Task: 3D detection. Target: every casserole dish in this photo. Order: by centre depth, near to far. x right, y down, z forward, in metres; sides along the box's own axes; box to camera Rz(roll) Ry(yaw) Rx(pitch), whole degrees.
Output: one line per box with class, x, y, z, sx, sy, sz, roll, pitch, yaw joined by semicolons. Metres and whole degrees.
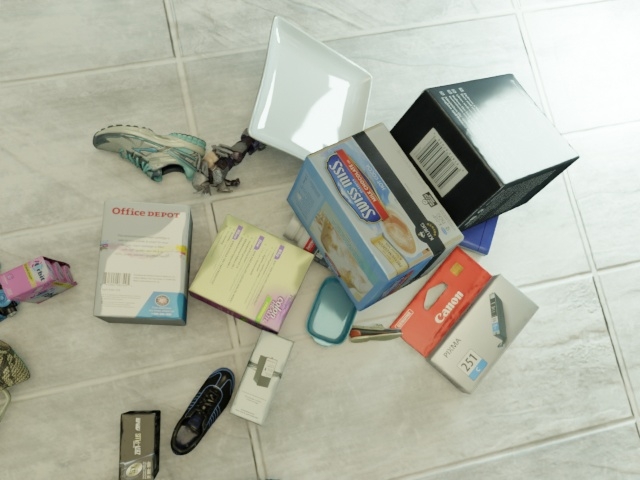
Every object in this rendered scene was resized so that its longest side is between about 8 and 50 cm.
casserole dish;0.032;0.181;1.784;0.114;0.037;0.188;22;76;-3

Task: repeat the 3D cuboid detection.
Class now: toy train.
toy train;-0.802;0.116;1.664;0.105;0.080;0.184;-33;85;-7

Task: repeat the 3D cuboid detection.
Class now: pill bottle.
pill bottle;0.000;0.000;1.781;0.180;0.108;0.108;30;76;0

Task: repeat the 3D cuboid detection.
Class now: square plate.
square plate;-0.024;-0.355;1.808;0.344;0.049;0.347;23;68;-34

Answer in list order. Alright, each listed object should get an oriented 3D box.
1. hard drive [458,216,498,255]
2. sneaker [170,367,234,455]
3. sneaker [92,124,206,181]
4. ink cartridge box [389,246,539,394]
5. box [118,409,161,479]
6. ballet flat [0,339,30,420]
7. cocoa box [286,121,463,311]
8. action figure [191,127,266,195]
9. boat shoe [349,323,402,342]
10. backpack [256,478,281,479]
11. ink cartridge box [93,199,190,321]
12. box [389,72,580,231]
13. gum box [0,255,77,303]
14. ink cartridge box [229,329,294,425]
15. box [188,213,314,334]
hard drive;0.328;-0.108;1.882;0.319;0.040;0.210;19;77;-4
sneaker;-0.279;0.410;1.665;0.081;0.090;0.232;30;76;-1
sneaker;-0.438;-0.218;1.768;0.283;0.110;0.122;6;81;-6
ink cartridge box;0.372;0.200;1.800;0.261;0.066;0.296;40;81;1
box;-0.411;0.466;1.589;0.078;0.180;0.147;0;79;-9
ballet flat;-0.855;0.442;1.558;0.182;0.164;0.483;47;74;-13
cocoa box;0.117;-0.053;1.644;0.228;0.231;0.347;-27;76;-25
action figure;-0.222;-0.209;1.764;0.099;0.185;0.285;43;65;4
boat shoe;0.141;0.234;1.782;0.137;0.049;0.043;-5;61;-1
backpack;-0.150;0.623;1.612;0.173;0.158;0.116;-7;87;-21
ink cartridge box;-0.415;0.059;1.665;0.198;0.197;0.270;4;78;-6
box;0.397;-0.222;1.724;0.395;0.212;0.293;-20;69;-42
gum box;-0.657;0.095;1.634;0.107;0.188;0.062;-25;83;-4
ink cartridge box;-0.142;0.329;1.670;0.087;0.153;0.208;22;75;-2
box;-0.171;0.088;1.734;0.243;0.117;0.213;25;76;-1
